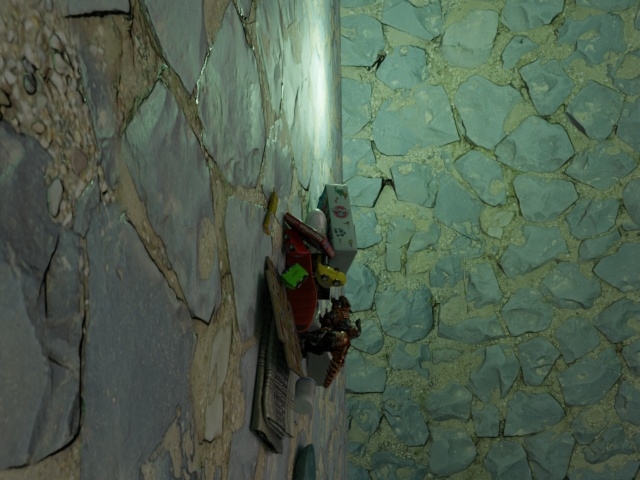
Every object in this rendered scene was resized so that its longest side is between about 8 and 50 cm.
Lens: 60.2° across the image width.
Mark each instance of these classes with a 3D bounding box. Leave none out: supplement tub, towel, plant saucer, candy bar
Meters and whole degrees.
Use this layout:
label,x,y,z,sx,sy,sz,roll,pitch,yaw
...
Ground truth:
label,x,y,z,sx,sy,sz,roll,pitch,yaw
supplement tub,-0.053,0.503,1.795,0.107,0.070,0.071,-78,166,-61
towel,-0.107,0.369,1.429,0.312,0.056,0.325,78,14,-59
plant saucer,-0.055,0.858,1.878,0.317,0.043,0.318,0,90,-83
candy bar,-0.127,-0.076,1.432,0.162,0.018,0.040,-82,166,-47

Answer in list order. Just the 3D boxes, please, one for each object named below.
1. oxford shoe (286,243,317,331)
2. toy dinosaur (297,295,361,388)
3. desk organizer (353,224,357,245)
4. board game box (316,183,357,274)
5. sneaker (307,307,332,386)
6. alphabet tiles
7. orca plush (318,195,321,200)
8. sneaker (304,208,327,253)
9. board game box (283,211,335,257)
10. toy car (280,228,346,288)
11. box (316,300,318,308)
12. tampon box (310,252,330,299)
label,x,y,z,sx,sy,sz,roll,pitch,yaw
oxford shoe,-0.057,0.146,1.699,0.098,0.096,0.272,85,6,-78
toy dinosaur,0.028,0.327,1.860,0.322,0.218,0.165,-78,167,-58
desk organizer,0.113,0.001,2.217,0.047,0.050,0.130,121,-32,-62
board game box,0.055,-0.032,2.154,0.224,0.097,0.304,112,-24,-54
sneaker,0.006,0.405,2.137,0.169,0.107,0.293,-69,157,-63
alphabet tiles,-0.091,0.207,1.450,0.343,0.011,0.285,72,4,-68
orca plush,0.073,-0.127,2.485,0.151,0.102,0.287,51,-21,40
sneaker,0.000,0.000,2.035,0.115,0.090,0.233,-139,-138,-64
board game box,-0.030,-0.010,1.752,0.027,0.145,0.281,-57,168,-5
toy car,-0.056,0.085,1.575,0.053,0.239,0.225,-52,173,31
box,-0.022,0.279,2.272,0.083,0.018,0.067,73,18,-66
tampon box,-0.022,0.128,1.936,0.161,0.101,0.121,75,17,-65
